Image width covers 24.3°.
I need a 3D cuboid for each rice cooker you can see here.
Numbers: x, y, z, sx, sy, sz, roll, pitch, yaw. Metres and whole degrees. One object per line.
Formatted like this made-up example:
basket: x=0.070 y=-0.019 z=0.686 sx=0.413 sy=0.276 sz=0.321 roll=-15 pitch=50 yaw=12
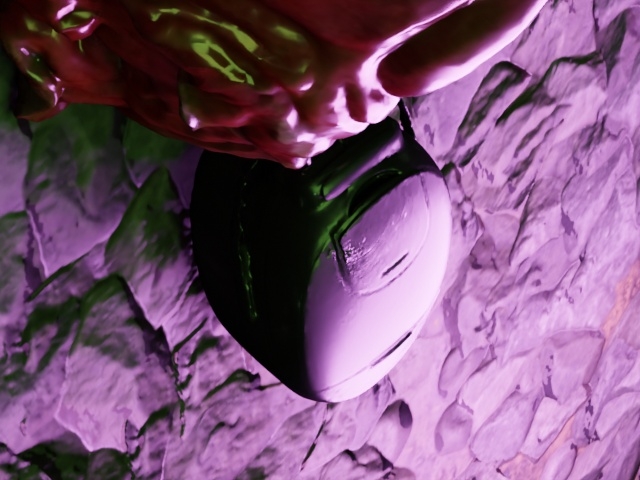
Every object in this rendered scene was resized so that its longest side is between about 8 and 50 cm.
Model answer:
rice cooker: x=0.000 y=-0.001 z=0.854 sx=0.142 sy=0.118 sz=0.203 roll=-36 pitch=138 yaw=-29

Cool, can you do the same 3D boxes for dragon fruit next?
dragon fruit: x=-0.062 y=-0.130 z=0.585 sx=0.228 sy=0.286 sz=0.329 roll=-11 pitch=139 yaw=-42
